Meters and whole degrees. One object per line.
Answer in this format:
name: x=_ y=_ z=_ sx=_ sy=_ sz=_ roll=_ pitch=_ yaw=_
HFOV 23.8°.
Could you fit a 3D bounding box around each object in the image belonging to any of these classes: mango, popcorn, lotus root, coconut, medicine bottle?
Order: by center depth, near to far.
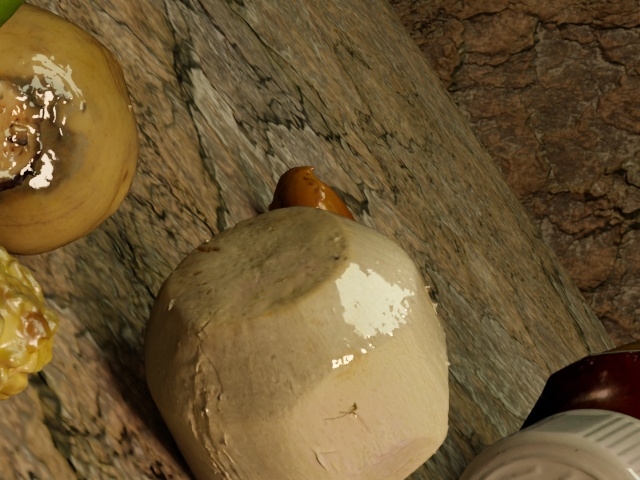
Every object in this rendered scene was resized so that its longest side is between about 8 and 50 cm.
popcorn: x=-0.154 y=0.030 z=0.652 sx=0.083 sy=0.057 sz=0.082 roll=27 pitch=28 yaw=-58
lotus root: x=-0.151 y=-0.056 z=0.750 sx=0.125 sy=0.118 sz=0.221 roll=36 pitch=3 yaw=-1
coconut: x=-0.011 y=0.074 z=0.831 sx=0.161 sy=0.161 sz=0.162 roll=-104 pitch=173 yaw=-59
medicine bottle: x=0.237 y=0.212 z=1.203 sx=0.242 sy=0.242 sz=0.395 roll=56 pitch=28 yaw=12
mango: x=0.000 y=0.000 z=1.248 sx=0.127 sy=0.063 sz=0.077 roll=61 pitch=9 yaw=9

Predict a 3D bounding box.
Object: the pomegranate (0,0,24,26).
pomegranate: x=-0.248 y=-0.139 z=0.482 sx=0.310 sy=0.216 sz=0.358 roll=43 pitch=47 yaw=-39
